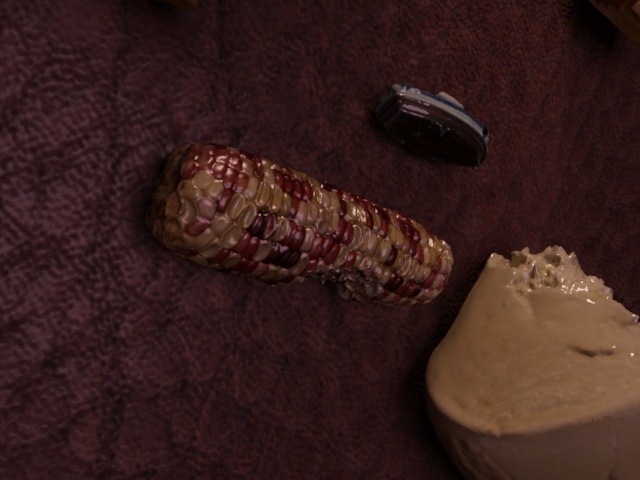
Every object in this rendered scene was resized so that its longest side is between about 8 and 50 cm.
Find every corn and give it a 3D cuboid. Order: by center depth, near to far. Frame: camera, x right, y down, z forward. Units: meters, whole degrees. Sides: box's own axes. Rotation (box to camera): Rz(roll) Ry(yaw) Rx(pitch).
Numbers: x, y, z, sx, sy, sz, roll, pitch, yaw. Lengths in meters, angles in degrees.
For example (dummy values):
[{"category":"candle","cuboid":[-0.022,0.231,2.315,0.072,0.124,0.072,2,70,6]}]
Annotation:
[{"category":"corn","cuboid":[0.000,0.000,0.494,0.289,0.098,0.098,19,83,-32]}]

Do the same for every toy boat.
[{"category":"toy boat","cuboid":[0.115,-0.117,0.579,0.140,0.059,0.066,20,56,-28]}]

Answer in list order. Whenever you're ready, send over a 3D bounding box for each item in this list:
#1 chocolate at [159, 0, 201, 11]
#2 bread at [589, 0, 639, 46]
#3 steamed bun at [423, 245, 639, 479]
[{"category":"chocolate","cuboid":[-0.013,-0.372,0.431,0.162,0.162,0.446,36,77,-26]},{"category":"bread","cuboid":[0.412,-0.364,0.651,0.156,0.204,0.288,27,83,-33]},{"category":"steamed bun","cuboid":[0.271,0.169,0.560,0.290,0.272,0.273,46,71,-19]}]
